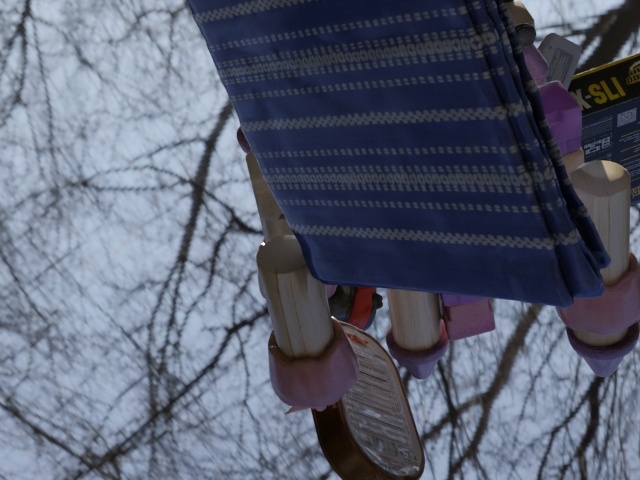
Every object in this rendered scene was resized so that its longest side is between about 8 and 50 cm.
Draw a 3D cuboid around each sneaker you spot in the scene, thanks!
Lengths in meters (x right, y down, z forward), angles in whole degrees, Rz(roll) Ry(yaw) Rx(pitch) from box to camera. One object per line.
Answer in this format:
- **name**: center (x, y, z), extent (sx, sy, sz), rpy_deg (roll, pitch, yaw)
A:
- **sneaker**: center (0.000, 0.000, 1.713), extent (0.135, 0.097, 0.276), rpy_deg (4, -122, -21)

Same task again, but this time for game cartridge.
- **game cartridge**: center (0.259, -0.189, 1.362), extent (0.017, 0.056, 0.083), rpy_deg (26, -84, 55)

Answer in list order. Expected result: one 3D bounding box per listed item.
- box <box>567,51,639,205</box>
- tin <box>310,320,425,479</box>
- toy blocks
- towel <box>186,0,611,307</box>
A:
- **box**: center (0.351, -0.119, 1.705), extent (0.322, 0.257, 0.079), rpy_deg (-20, -123, -1)
- **tin**: center (0.039, 0.153, 1.110), extent (0.040, 0.106, 0.189), rpy_deg (-42, -139, 24)
- **toy blocks**: center (0.085, 0.007, 0.982), extent (0.289, 0.260, 0.309), rpy_deg (-14, -141, -2)
- **towel**: center (0.014, -0.115, 0.655), extent (0.040, 0.336, 0.243), rpy_deg (-35, -158, -31)
